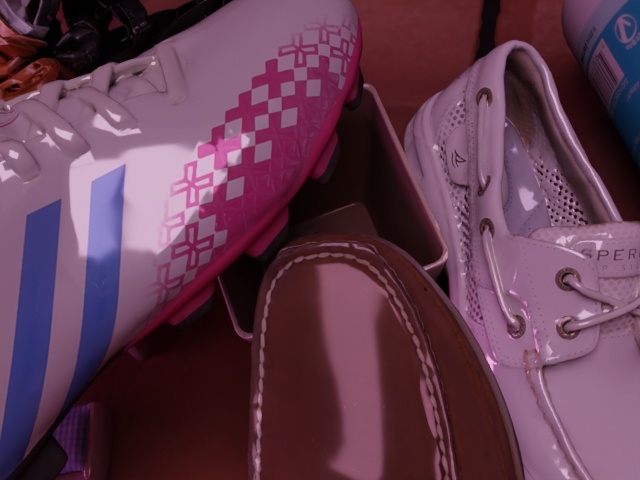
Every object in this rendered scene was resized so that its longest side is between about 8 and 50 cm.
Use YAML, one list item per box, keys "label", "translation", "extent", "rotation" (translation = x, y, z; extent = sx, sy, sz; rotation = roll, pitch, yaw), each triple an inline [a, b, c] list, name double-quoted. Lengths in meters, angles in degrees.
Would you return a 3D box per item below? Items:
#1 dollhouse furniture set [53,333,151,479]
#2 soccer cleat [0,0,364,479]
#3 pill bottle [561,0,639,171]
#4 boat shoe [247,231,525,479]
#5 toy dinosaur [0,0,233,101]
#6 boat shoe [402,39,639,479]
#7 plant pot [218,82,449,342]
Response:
- label: "dollhouse furniture set"
  translation: [-0.251, 0.127, 0.446]
  extent: [0.286, 0.198, 0.303]
  rotation: [0, 68, 7]
- label: "soccer cleat"
  translation: [-0.111, -0.014, 0.397]
  extent: [0.331, 0.143, 0.116]
  rotation: [-51, 33, -14]
- label: "pill bottle"
  translation: [0.240, -0.048, 0.487]
  extent: [0.146, 0.146, 0.264]
  rotation: [-21, 67, -2]
- label: "boat shoe"
  translation: [0.028, 0.153, 0.389]
  extent: [0.123, 0.116, 0.324]
  rotation: [-12, 84, 13]
- label: "toy dinosaur"
  translation: [-0.144, -0.141, 0.593]
  extent: [0.218, 0.164, 0.322]
  rotation: [-28, 78, 9]
- label: "boat shoe"
  translation: [0.121, 0.021, 0.484]
  extent: [0.098, 0.096, 0.277]
  rotation: [-5, 63, -30]
- label: "plant pot"
  translation: [0.000, 0.000, 0.523]
  extent: [0.109, 0.096, 0.109]
  rotation: [-21, 67, -1]
